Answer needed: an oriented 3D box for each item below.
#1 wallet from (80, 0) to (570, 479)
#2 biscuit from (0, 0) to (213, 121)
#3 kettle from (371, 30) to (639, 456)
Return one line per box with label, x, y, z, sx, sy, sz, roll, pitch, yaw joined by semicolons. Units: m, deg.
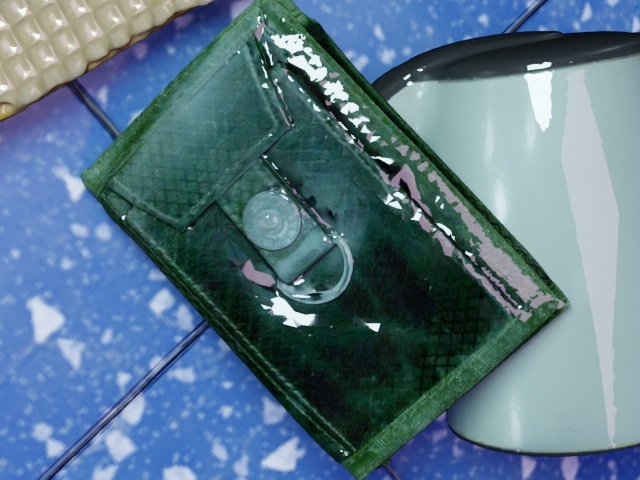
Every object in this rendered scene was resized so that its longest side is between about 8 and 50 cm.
wallet;0.000;0.000;0.753;0.160;0.055;0.236;-43;88;12
biscuit;-0.173;-0.109;0.714;0.379;0.054;0.094;-35;112;-19
kettle;0.115;-0.006;0.830;0.221;0.161;0.236;-6;102;6
